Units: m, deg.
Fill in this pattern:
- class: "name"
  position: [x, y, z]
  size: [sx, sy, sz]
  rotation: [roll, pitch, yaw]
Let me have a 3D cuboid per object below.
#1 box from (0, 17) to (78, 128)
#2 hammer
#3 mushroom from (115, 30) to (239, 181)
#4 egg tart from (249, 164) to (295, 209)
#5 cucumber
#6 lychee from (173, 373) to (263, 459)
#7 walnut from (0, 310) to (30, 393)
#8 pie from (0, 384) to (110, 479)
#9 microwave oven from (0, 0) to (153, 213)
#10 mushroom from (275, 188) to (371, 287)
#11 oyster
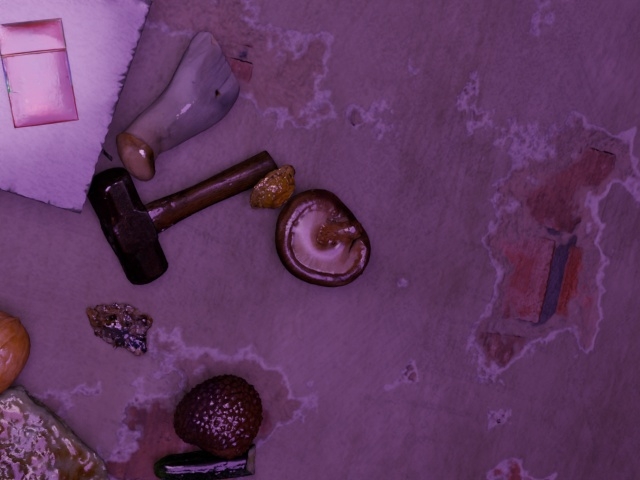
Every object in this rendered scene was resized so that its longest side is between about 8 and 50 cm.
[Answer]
- class: "box"
  position: [-0.484, -0.286, 1.473]
  size: [0.112, 0.048, 0.175]
  rotation: [-11, 104, -16]
- class: "hammer"
  position: [-0.265, -0.089, 1.813]
  size: [0.409, 0.095, 0.242]
  rotation: [-26, 121, -19]
- class: "mushroom"
  position: [-0.291, -0.262, 1.718]
  size: [0.159, 0.122, 0.329]
  rotation: [47, 62, -15]
- class: "egg tart"
  position: [-0.098, -0.109, 1.863]
  size: [0.130, 0.130, 0.052]
  rotation: [-42, 73, -8]
- class: "cucumber"
  position: [-0.260, 0.513, 1.960]
  size: [0.241, 0.074, 0.074]
  rotation: [-3, 102, -18]
- class: "lychee"
  position: [-0.218, 0.381, 1.897]
  size: [0.188, 0.188, 0.188]
  rotation: [-4, 102, -19]
- class: "walnut"
  position: [-0.672, 0.232, 1.711]
  size: [0.159, 0.159, 0.207]
  rotation: [42, 86, -22]
- class: "pie"
  position: [-0.640, 0.535, 1.774]
  size: [0.395, 0.180, 0.418]
  rotation: [36, 80, -21]
- class: "microwave oven"
  position: [-0.543, -0.315, 1.601]
  size: [0.374, 0.236, 0.432]
  rotation: [18, 94, -21]
- class: "mushroom"
  position: [-0.001, -0.002, 1.925]
  size: [0.194, 0.138, 0.231]
  rotation: [-32, 99, 3]
- class: "oyster"
  position: [-0.433, 0.185, 1.842]
  size: [0.148, 0.051, 0.103]
  rotation: [17, 87, -12]
